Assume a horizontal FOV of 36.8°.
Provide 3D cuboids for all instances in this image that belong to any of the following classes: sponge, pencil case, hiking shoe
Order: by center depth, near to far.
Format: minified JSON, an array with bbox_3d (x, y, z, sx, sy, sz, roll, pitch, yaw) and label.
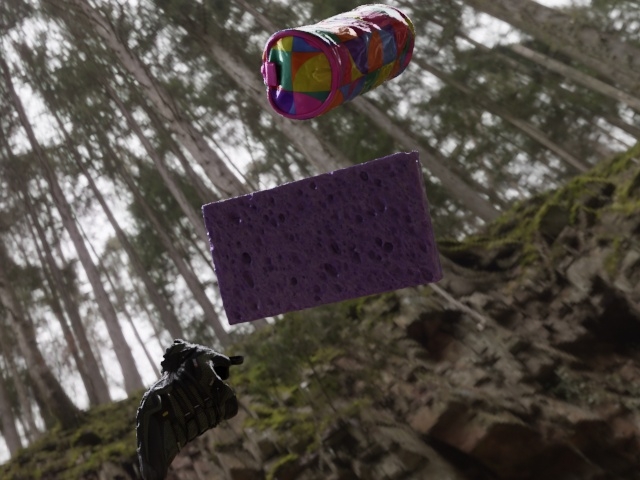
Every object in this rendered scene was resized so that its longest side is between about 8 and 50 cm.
[{"bbox_3d":[0.000,0.000,0.873,0.210,0.031,0.117,-13,-91,19],"label":"sponge"},{"bbox_3d":[0.022,-0.202,1.065,0.236,0.105,0.104,-36,-39,-59],"label":"pencil case"},{"bbox_3d":[-0.169,0.220,1.265,0.114,0.226,0.086,5,-48,7],"label":"hiking shoe"}]
